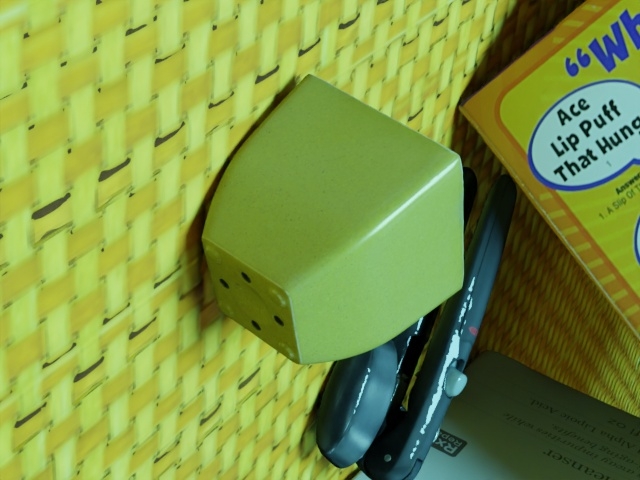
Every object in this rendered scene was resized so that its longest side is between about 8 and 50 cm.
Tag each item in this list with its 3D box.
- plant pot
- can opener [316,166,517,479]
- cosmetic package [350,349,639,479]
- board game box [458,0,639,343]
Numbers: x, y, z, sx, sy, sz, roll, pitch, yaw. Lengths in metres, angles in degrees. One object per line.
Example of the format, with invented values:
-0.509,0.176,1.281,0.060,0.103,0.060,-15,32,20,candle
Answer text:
0.000,0.000,0.523,0.083,0.081,0.081,-41,146,-27,plant pot
0.062,0.045,0.708,0.186,0.059,0.073,-62,155,-12,can opener
0.094,0.236,0.755,0.385,0.217,0.156,-34,140,-55,cosmetic package
0.365,-0.022,0.761,0.356,0.356,0.356,-39,160,14,board game box
